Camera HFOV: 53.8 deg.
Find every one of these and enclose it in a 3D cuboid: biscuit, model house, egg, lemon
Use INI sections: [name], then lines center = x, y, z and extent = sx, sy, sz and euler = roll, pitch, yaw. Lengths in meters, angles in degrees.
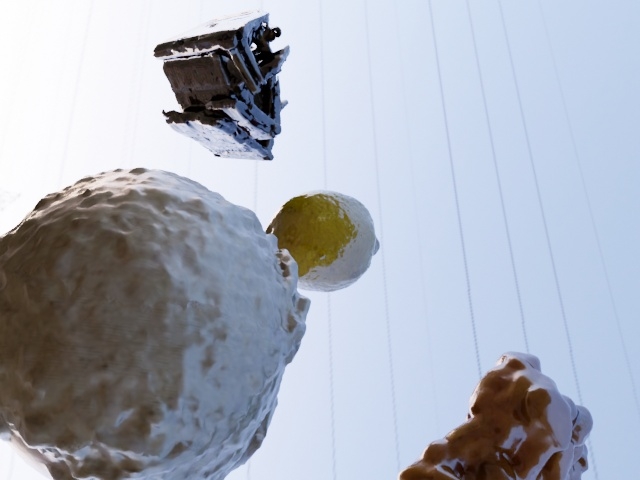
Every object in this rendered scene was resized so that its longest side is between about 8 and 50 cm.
[biscuit]
center = 0.146, 0.283, 0.605
extent = 0.110, 0.318, 0.312
euler = 31, -116, 36
[model house]
center = -0.147, -0.295, 1.258
extent = 0.317, 0.283, 0.297
euler = 5, -148, 39
[egg]
center = -0.146, 0.069, 0.530
extent = 0.279, 0.279, 0.310
euler = -38, -152, 24
[lemon]
center = 0.000, 0.000, 1.174
extent = 0.192, 0.230, 0.192
euler = 180, -90, -78
